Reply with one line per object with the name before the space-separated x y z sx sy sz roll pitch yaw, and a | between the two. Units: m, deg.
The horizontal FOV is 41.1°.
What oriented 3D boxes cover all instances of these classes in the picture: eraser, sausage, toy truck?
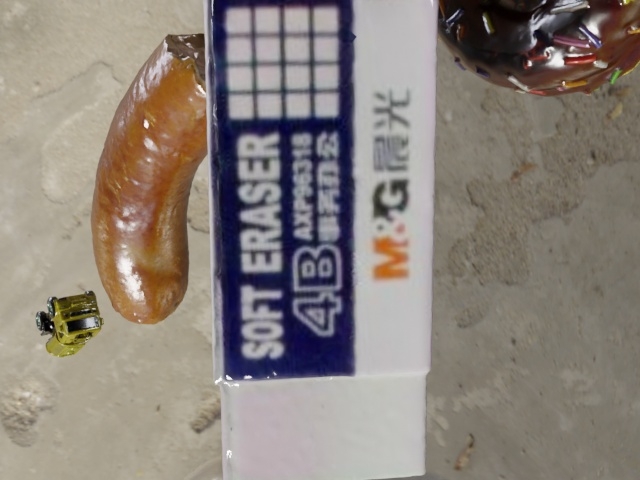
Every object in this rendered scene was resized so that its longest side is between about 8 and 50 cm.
eraser | 0.000 0.000 0.505 0.130 0.086 0.287 -2 101 -4
sausage | -0.126 -0.043 0.666 0.103 0.302 0.076 41 47 11
toy truck | -0.265 0.088 0.904 0.083 0.049 0.054 -37 67 51

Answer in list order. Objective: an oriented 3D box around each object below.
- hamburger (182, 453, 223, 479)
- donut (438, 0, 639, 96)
hamburger | -0.033 0.260 0.652 0.236 0.237 0.147 18 56 22
donut | 0.173 -0.226 0.695 0.235 0.089 0.235 19 119 40
